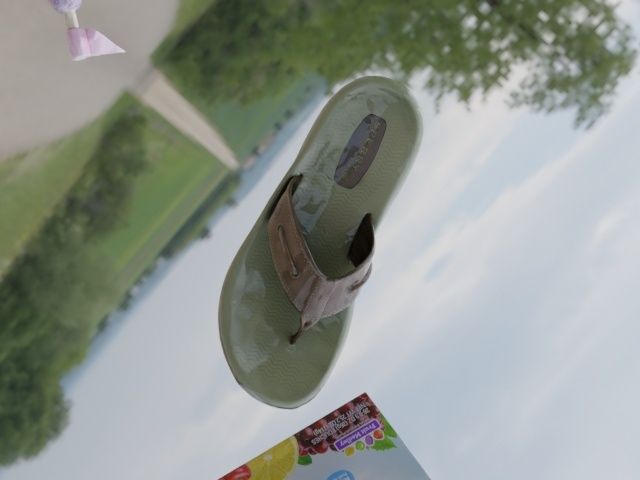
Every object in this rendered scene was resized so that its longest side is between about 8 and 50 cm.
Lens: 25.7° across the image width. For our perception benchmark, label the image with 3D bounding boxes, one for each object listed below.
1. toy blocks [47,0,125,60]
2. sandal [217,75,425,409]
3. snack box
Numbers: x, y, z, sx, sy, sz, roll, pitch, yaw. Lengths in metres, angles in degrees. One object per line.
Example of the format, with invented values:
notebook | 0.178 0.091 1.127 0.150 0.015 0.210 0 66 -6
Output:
toy blocks | -0.254 -0.225 0.776 0.288 0.260 0.309 -9 173 -35
sandal | -0.001 -0.002 1.204 0.086 0.120 0.303 -149 -99 -80
snack box | 0.006 0.268 1.308 0.207 0.174 0.070 -28 152 -18
